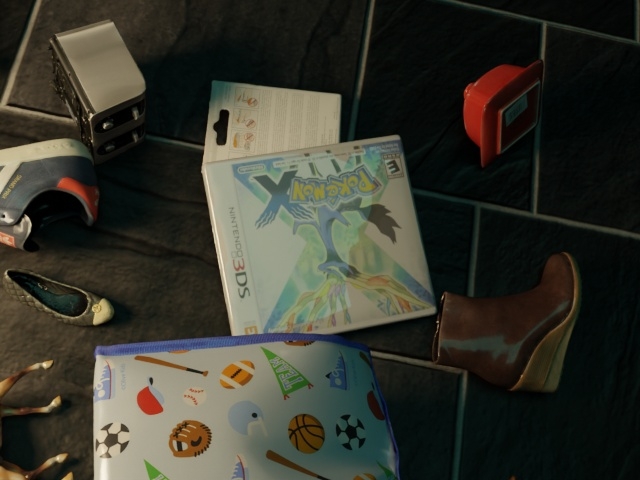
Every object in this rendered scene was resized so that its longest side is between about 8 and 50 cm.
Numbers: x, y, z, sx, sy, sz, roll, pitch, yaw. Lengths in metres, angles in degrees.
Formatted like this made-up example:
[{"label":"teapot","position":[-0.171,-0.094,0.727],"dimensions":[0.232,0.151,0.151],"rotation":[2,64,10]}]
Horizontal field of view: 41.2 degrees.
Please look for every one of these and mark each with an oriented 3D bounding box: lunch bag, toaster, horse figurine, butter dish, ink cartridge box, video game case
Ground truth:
[{"label":"lunch bag","position":[-0.088,0.304,1.109],"dimensions":[0.385,0.239,0.328],"rotation":[-6,54,-9]},{"label":"toaster","position":[-0.353,-0.240,1.352],"dimensions":[0.110,0.168,0.186],"rotation":[-25,75,-20]},{"label":"horse figurine","position":[-0.443,0.280,1.179],"dimensions":[0.174,0.066,0.263],"rotation":[-10,67,-19]},{"label":"butter dish","position":[0.301,-0.237,1.482],"dimensions":[0.160,0.160,0.118],"rotation":[-38,55,-20]},{"label":"ink cartridge box","position":[-0.078,-0.170,1.431],"dimensions":[0.224,0.056,0.181],"rotation":[4,68,-3]},{"label":"video game case","position":[0.000,0.000,1.346],"dimensions":[0.328,0.036,0.300],"rotation":[-10,83,-13]}]

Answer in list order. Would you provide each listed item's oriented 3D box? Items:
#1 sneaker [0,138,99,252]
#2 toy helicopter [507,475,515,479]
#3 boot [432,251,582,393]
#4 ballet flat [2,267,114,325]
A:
[{"label":"sneaker","position":[-0.500,-0.042,1.265],"dimensions":[0.349,0.131,0.148],"rotation":[-17,70,-14]},{"label":"toy helicopter","position":[0.260,0.494,1.170],"dimensions":[0.355,0.140,0.235],"rotation":[-37,76,-18]},{"label":"boot","position":[0.297,0.109,1.353],"dimensions":[0.206,0.090,0.249],"rotation":[17,70,-4]},{"label":"ballet flat","position":[-0.394,0.087,1.273],"dimensions":[0.173,0.049,0.058],"rotation":[17,67,-2]}]
